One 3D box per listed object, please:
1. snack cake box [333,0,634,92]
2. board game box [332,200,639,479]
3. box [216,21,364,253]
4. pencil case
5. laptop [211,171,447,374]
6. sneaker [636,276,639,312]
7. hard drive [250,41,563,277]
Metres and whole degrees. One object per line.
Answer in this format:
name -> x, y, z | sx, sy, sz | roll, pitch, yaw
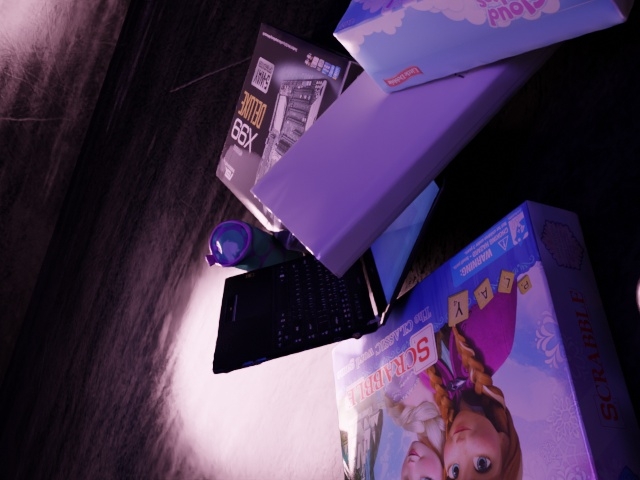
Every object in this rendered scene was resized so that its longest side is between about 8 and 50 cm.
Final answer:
snack cake box -> 0.151, -0.238, 0.742 | 0.264, 0.089, 0.152 | -8, 47, 50
board game box -> 0.129, 0.181, 0.732 | 0.319, 0.066, 0.318 | -45, 42, 46
box -> -0.033, -0.147, 1.140 | 0.307, 0.077, 0.242 | 44, 118, 57
pencil case -> -0.081, 0.021, 1.088 | 0.070, 0.152, 0.064 | -37, 62, 14
laptop -> 0.000, 0.000, 0.888 | 0.234, 0.264, 0.136 | -97, -9, -70
sneaker -> 0.265, 0.081, 0.461 | 0.286, 0.130, 0.109 | 53, 127, 56
hard drive -> 0.076, -0.121, 0.830 | 0.307, 0.040, 0.203 | -47, 31, 0
